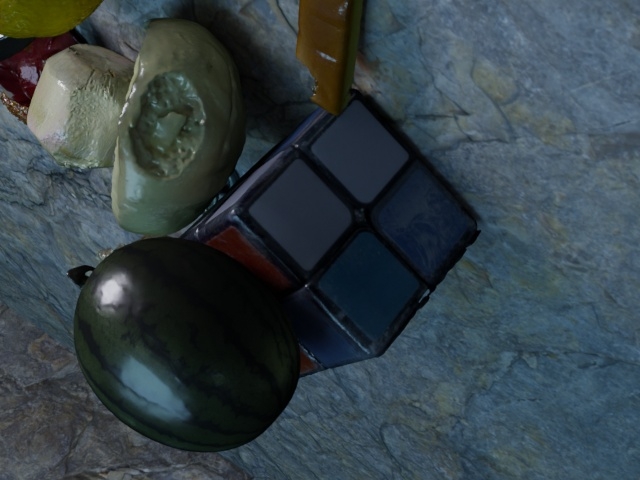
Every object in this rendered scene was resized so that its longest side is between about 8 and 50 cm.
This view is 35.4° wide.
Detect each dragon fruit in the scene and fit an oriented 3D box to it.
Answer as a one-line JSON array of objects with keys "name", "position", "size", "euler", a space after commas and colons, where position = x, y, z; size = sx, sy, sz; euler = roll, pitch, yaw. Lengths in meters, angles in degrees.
[{"name": "dragon fruit", "position": [-0.554, -0.341, 2.016], "size": [0.163, 0.189, 0.262], "euler": [58, 173, 42]}]

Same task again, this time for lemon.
[{"name": "lemon", "position": [-0.464, -0.457, 1.596], "size": [0.293, 0.293, 0.293], "euler": [30, 150, 20]}]

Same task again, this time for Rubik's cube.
[{"name": "Rubik's cube", "position": [0.000, 0.000, 1.609], "size": [0.318, 0.316, 0.313], "euler": [47, 152, -8]}]

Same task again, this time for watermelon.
[{"name": "watermelon", "position": [-0.201, 0.140, 1.429], "size": [0.359, 0.279, 0.279], "euler": [36, 152, 14]}]

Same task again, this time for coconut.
[{"name": "coconut", "position": [-0.433, -0.236, 1.888], "size": [0.227, 0.227, 0.230], "euler": [32, 114, 18]}]

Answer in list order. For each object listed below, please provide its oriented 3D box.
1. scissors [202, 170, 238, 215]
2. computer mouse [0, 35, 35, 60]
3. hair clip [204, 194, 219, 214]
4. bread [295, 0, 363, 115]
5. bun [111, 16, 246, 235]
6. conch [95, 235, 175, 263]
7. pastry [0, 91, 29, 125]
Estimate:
[{"name": "scissors", "position": [-0.300, -0.120, 2.112], "size": [0.383, 0.029, 0.256], "euler": [25, 145, 30]}, {"name": "computer mouse", "position": [-0.620, -0.409, 1.897], "size": [0.137, 0.269, 0.086], "euler": [70, -165, 12]}, {"name": "hair clip", "position": [-0.226, -0.149, 1.941], "size": [0.066, 0.036, 0.229], "euler": [9, 119, 39]}, {"name": "bread", "position": [0.012, -0.290, 1.426], "size": [0.088, 0.049, 0.226], "euler": [28, 139, 18]}, {"name": "bun", "position": [-0.226, -0.182, 1.664], "size": [0.202, 0.364, 0.364], "euler": [11, 153, -10]}, {"name": "conch", "position": [-0.376, 0.058, 2.339], "size": [0.291, 0.159, 0.210], "euler": [11, 154, -28]}, {"name": "pastry", "position": [-0.661, -0.293, 2.283], "size": [0.169, 0.063, 0.087], "euler": [38, 150, 8]}]
